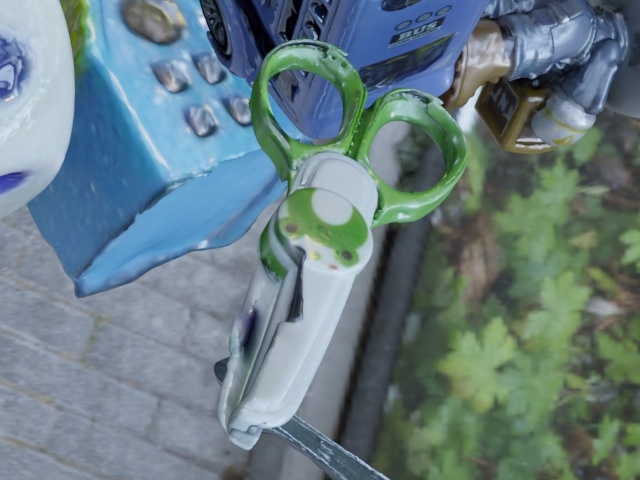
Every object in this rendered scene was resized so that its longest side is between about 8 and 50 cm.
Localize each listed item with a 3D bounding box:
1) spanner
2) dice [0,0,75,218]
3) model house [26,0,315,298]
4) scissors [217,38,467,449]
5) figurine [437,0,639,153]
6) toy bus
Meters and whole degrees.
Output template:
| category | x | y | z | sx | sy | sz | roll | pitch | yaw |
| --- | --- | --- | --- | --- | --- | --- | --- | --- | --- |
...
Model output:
| category | x | y | z | sx | sy | sz | roll | pitch | yaw |
| --- | --- | --- | --- | --- | --- | --- | --- | --- | --- |
| spanner | 0.003 | 0.202 | 1.420 | 0.093 | 0.325 | 0.026 | -43 | 142 | -20 |
| dice | -0.397 | -0.127 | 1.202 | 0.304 | 0.304 | 0.277 | -20 | 88 | -34 |
| model house | -0.191 | -0.128 | 1.415 | 0.215 | 0.237 | 0.303 | -27 | 80 | -43 |
| scissors | 0.000 | 0.000 | 0.597 | 0.101 | 0.027 | 0.204 | 24 | 48 | -6 |
| figurine | 0.260 | -0.169 | 1.305 | 0.381 | 0.186 | 0.261 | -9 | 54 | -22 |
| toy bus | 0.020 | -0.146 | 0.765 | 0.125 | 0.292 | 0.133 | -21 | 77 | -14 |
